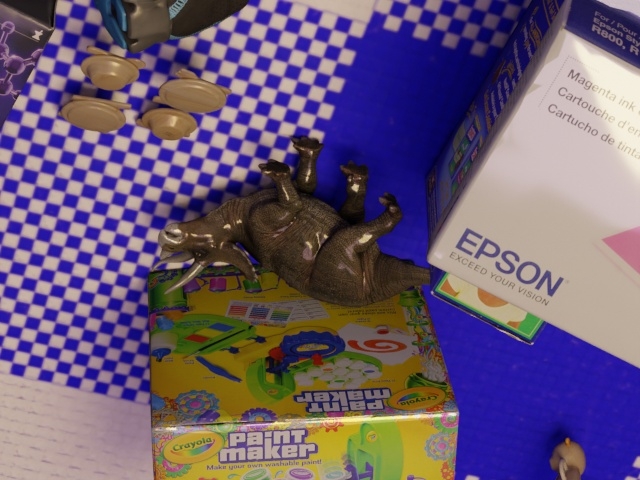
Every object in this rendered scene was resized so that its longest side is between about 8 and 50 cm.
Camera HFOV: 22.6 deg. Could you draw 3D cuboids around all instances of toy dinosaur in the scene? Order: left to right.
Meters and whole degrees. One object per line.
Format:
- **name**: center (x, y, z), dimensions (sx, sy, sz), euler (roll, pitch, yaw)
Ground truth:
- **toy dinosaur**: center (0.000, 0.000, 1.623), dimensions (0.314, 0.121, 0.160), euler (18, 120, 3)

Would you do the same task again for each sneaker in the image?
- **sneaker**: center (-0.141, -0.343, 1.436), dimensions (0.140, 0.125, 0.340), euler (-16, 125, -23)

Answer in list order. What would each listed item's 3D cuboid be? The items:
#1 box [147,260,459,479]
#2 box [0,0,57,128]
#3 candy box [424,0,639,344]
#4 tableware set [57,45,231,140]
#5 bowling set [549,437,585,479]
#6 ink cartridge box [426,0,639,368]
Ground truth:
- **box**: center (-0.028, 0.168, 1.638), dimensions (0.290, 0.279, 0.177), euler (-2, 120, -5)
- **box**: center (-0.400, -0.198, 1.482), dimensions (0.261, 0.103, 0.184), euler (25, 112, -20)
- **candy box**: center (0.224, -0.108, 1.505), dimensions (0.122, 0.268, 0.317), euler (25, 115, -10)
- **tableware set**: center (-0.172, -0.134, 1.545), dimensions (0.141, 0.020, 0.169), euler (12, 157, -17)
- **bowling set**: center (0.250, 0.361, 1.888), dimensions (0.200, 0.154, 0.287), euler (-8, 124, 20)
- **ink cartridge box**: center (0.304, -0.050, 1.337), dimensions (0.324, 0.071, 0.330), euler (26, 116, -4)
